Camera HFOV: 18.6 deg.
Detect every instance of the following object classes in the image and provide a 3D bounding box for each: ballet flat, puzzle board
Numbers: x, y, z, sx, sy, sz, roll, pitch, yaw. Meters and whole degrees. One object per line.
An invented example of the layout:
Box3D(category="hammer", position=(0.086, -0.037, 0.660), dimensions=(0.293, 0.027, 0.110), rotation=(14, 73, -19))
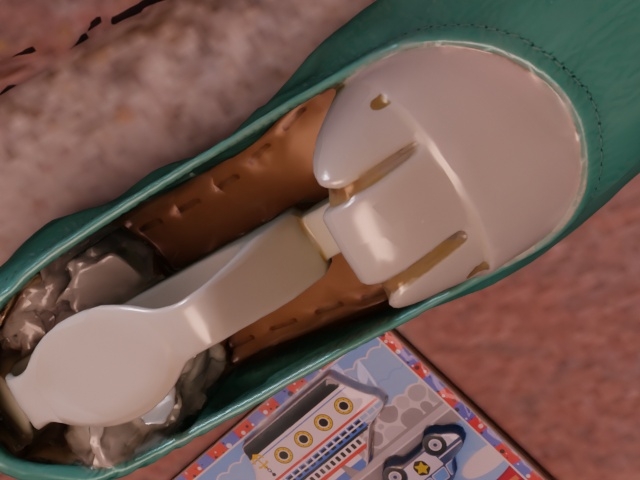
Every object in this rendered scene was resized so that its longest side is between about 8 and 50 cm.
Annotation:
Box3D(category="ballet flat", position=(0.000, 0.000, 0.510), dimensions=(0.247, 0.087, 0.083), rotation=(-31, 106, 23))
Box3D(category="puzzle board", position=(0.005, 0.092, 0.597), dimensions=(0.096, 0.011, 0.128), rotation=(43, 116, -11))
